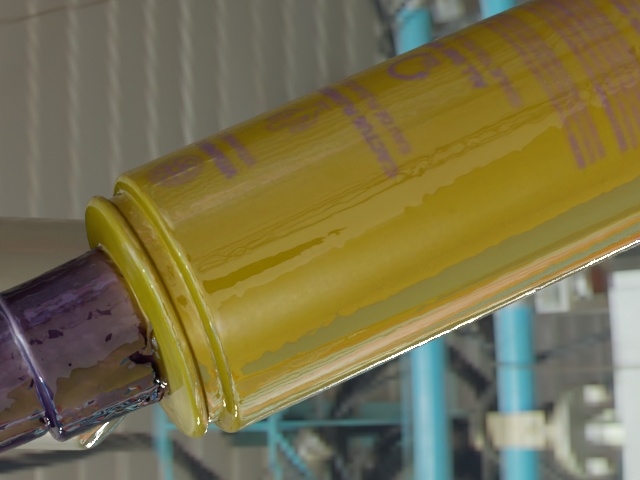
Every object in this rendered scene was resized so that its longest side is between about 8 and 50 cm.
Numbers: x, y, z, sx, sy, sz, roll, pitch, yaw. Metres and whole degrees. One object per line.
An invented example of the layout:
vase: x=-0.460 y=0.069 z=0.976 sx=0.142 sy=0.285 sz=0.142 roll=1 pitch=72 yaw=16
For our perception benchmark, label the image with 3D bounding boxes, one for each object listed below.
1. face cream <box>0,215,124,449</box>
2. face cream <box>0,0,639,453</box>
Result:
face cream: x=-0.237 y=0.034 z=0.841 sx=0.348 sy=0.173 sz=0.081 roll=2 pitch=-68 yaw=-6
face cream: x=0.000 y=0.000 z=0.547 sx=0.273 sy=0.078 sz=0.078 roll=-24 pitch=-76 yaw=-15
